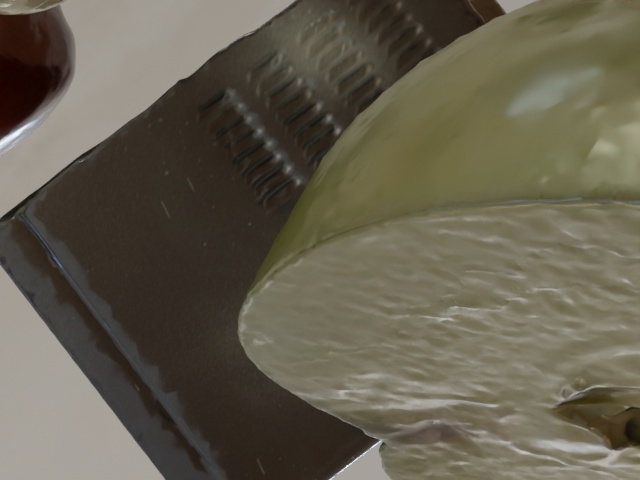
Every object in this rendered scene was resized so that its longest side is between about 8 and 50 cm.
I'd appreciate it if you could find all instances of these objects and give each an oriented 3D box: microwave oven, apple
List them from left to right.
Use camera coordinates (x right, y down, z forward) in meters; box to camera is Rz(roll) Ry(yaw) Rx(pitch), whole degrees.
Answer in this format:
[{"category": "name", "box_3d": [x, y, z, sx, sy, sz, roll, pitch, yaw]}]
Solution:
[{"category": "apple", "box_3d": [-0.298, -0.151, 1.400, 0.234, 0.234, 0.234, 35, -145, -29]}, {"category": "microwave oven", "box_3d": [0.000, 0.000, 1.286, 0.236, 0.374, 0.432, 53, 177, 1]}, {"category": "apple", "box_3d": [0.155, 0.044, 0.769, 0.312, 0.360, 0.320, -27, -70, -49]}]

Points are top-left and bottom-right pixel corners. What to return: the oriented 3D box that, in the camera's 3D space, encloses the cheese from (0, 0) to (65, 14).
[{"category": "cheese", "box_3d": [-0.145, -0.189, 1.075, 0.064, 0.227, 0.137, 5, -82, -42]}]
